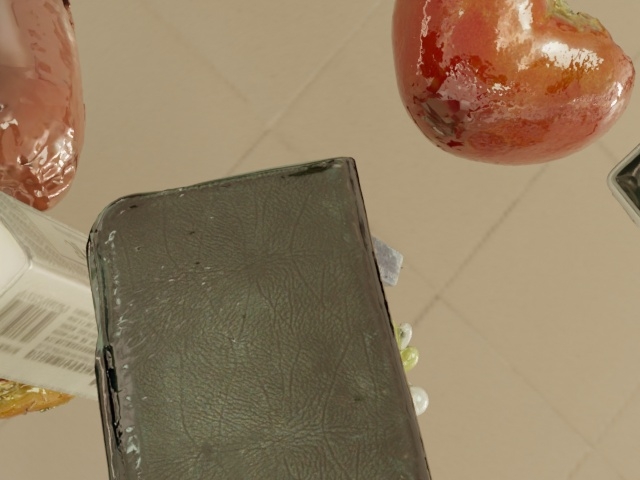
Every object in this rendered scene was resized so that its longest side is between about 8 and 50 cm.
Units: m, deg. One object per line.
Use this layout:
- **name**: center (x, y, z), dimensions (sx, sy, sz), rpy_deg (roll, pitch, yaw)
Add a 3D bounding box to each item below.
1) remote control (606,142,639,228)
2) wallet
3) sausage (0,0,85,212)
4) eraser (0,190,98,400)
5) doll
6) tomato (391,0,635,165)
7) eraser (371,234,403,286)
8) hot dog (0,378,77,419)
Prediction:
- **remote control**: center (0.323, -0.111, 1.014), dimensions (0.261, 0.067, 0.029), rpy_deg (-45, 144, 20)
- **wallet**: center (-0.031, 0.097, 0.730), dimensions (0.172, 0.045, 0.318), rpy_deg (-10, 57, -7)
- **sausage**: center (-0.275, -0.138, 1.137), dimensions (0.152, 0.152, 0.279), rpy_deg (1, 50, -21)
- **eraser**: center (-0.193, 0.049, 1.015), dimensions (0.098, 0.404, 0.096), rpy_deg (-43, 75, 1)
- **doll**: center (0.057, 0.138, 1.426), dimensions (0.106, 0.062, 0.162), rpy_deg (-13, 124, 14)
- **tomato**: center (0.147, -0.147, 1.194), dimensions (0.233, 0.200, 0.139), rpy_deg (43, 65, -4)
- **eraser**: center (0.000, 0.000, 1.610), dimensions (0.212, 0.092, 0.046), rpy_deg (30, 66, -44)
- **hot dog**: center (-0.391, 0.167, 1.540), dimensions (0.269, 0.115, 0.072), rpy_deg (-7, 110, -8)
